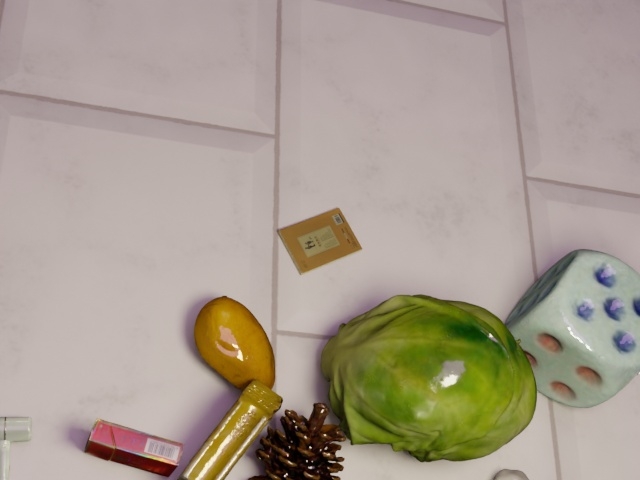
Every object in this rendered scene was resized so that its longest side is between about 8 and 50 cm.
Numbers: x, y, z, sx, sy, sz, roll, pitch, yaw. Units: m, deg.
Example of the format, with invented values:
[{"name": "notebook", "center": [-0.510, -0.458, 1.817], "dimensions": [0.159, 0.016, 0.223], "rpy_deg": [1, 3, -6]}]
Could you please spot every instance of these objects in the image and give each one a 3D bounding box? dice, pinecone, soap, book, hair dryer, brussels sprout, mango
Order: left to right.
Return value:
[{"name": "hair dryer", "center": [-0.585, 0.399, 1.776], "dimensions": [0.082, 0.047, 0.137], "rpy_deg": [4, 70, -19]}, {"name": "soap", "center": [-0.171, 0.386, 1.847], "dimensions": [0.080, 0.160, 0.257], "rpy_deg": [36, 64, 3]}, {"name": "mango", "center": [-0.175, 0.224, 1.970], "dimensions": [0.147, 0.109, 0.227], "rpy_deg": [-25, 81, -42]}, {"name": "pinecone", "center": [-0.039, 0.425, 1.885], "dimensions": [0.186, 0.169, 0.212], "rpy_deg": [19, 72, -26]}, {"name": "book", "center": [0.000, 0.000, 2.196], "dimensions": [0.172, 0.012, 0.118], "rpy_deg": [-21, 74, -27]}, {"name": "brussels sprout", "center": [0.238, 0.275, 1.942], "dimensions": [0.426, 0.361, 0.342], "rpy_deg": [6, 68, -18]}, {"name": "dice", "center": [0.592, 0.200, 2.162], "dimensions": [0.262, 0.268, 0.264], "rpy_deg": [40, 60, 4]}]

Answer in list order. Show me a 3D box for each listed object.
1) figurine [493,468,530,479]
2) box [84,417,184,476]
[{"name": "figurine", "center": [0.409, 0.673, 1.947], "dimensions": [0.218, 0.206, 0.364], "rpy_deg": [20, 84, 15]}, {"name": "box", "center": [-0.358, 0.399, 1.815], "dimensions": [0.175, 0.112, 0.048], "rpy_deg": [19, 61, -9]}]
